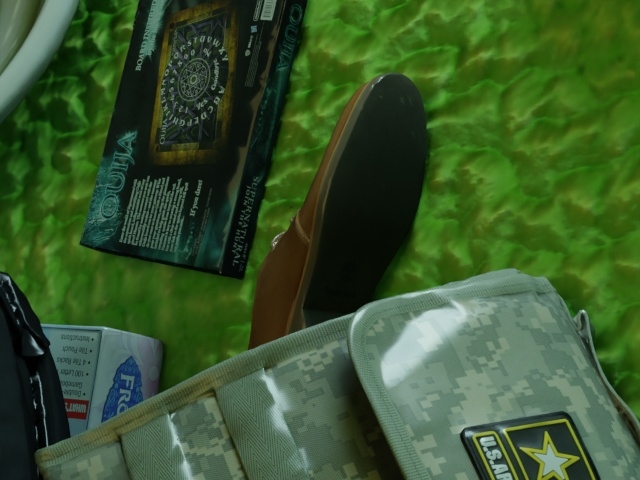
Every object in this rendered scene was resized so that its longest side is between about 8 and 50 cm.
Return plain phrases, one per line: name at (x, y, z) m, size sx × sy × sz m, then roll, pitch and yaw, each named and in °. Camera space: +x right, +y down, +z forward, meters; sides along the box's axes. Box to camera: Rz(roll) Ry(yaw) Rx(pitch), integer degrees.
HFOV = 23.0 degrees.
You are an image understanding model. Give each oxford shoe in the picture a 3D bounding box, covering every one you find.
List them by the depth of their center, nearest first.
oxford shoe at (0.000, 0.000, 0.914) m, size 0.076 × 0.076 × 0.212 m, roll 18°, pitch 88°, yaw 47°

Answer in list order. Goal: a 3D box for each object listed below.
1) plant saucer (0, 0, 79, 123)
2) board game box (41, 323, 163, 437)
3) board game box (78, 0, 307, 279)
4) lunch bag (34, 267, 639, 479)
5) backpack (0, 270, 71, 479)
plant saucer at (-0.348, -0.180, 1.131) m, size 0.400 × 0.100 × 0.400 m, roll -4°, pitch 66°, yaw 8°
board game box at (-0.263, 0.210, 1.043) m, size 0.319 × 0.066 × 0.318 m, roll 2°, pitch 79°, yaw 35°
board game box at (-0.083, -0.075, 1.016) m, size 0.126 × 0.026 × 0.186 m, roll 10°, pitch 84°, yaw 36°
lunch bag at (0.040, 0.162, 0.776) m, size 0.287 × 0.169 × 0.235 m, roll -25°, pitch 61°, yaw 1°
backpack at (-0.239, 0.159, 0.824) m, size 0.273 × 0.290 × 0.355 m, roll -2°, pitch 61°, yaw 20°
